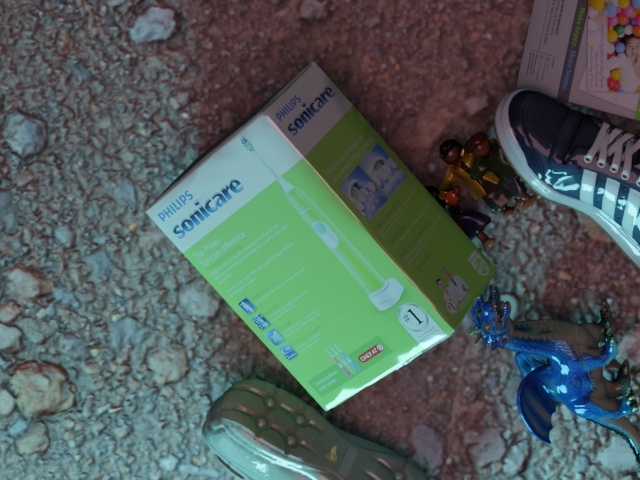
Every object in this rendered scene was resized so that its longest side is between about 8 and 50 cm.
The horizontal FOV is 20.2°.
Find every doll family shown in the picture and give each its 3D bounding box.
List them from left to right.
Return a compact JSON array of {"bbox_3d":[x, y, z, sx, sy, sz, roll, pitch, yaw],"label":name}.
[{"bbox_3d":[0.138,-0.044,1.832,0.111,0.076,0.193,40,110,-9],"label":"doll family"}]

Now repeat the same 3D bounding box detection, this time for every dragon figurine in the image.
[{"bbox_3d":[0.247,0.150,1.855,0.144,0.085,0.289,-17,122,12],"label":"dragon figurine"}]

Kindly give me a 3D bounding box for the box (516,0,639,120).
[{"bbox_3d":[0.295,-0.196,1.755,0.186,0.038,0.145,18,109,22],"label":"box"}]

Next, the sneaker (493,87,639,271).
[{"bbox_3d":[0.310,-0.067,1.741,0.282,0.099,0.153,38,150,-16],"label":"sneaker"}]

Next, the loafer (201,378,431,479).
[{"bbox_3d":[0.016,0.264,1.929,0.319,0.112,0.111,37,143,-4],"label":"loafer"}]

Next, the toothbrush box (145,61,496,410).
[{"bbox_3d":[0.000,0.000,1.802,0.283,0.122,0.206,47,131,-7],"label":"toothbrush box"}]
